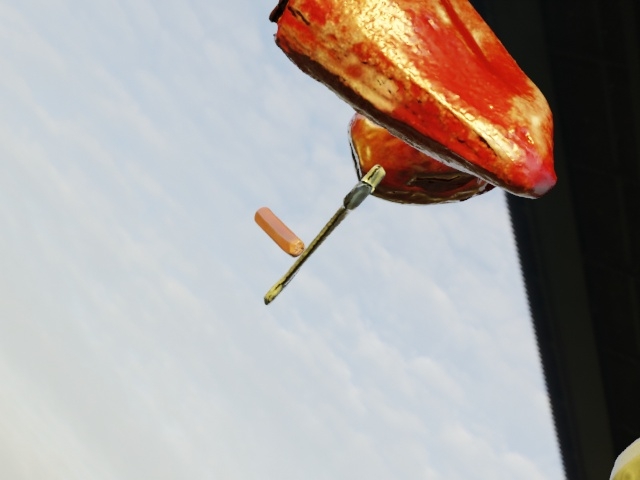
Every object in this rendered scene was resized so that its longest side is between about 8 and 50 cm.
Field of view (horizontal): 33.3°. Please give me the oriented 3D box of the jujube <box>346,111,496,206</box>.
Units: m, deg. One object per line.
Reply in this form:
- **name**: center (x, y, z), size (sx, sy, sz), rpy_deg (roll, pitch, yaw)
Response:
- **jujube**: center (0.163, -0.138, 1.506), size (0.183, 0.243, 0.183), rpy_deg (166, -90, -86)

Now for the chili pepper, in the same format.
- **chili pepper**: center (0.093, -0.120, 0.823), size (0.252, 0.136, 0.144), rpy_deg (46, 4, 22)

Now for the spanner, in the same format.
- **spanner**: center (0.000, 0.000, 1.187), size (0.017, 0.071, 0.302), rpy_deg (43, -34, 2)

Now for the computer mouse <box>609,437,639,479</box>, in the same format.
- **computer mouse**: center (0.443, 0.265, 1.128), size (0.331, 0.095, 0.197), rpy_deg (-45, -112, 44)

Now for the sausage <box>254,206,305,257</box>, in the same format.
- **sausage**: center (-0.062, -0.012, 1.588), size (0.035, 0.030, 0.147), rpy_deg (43, 0, -34)
